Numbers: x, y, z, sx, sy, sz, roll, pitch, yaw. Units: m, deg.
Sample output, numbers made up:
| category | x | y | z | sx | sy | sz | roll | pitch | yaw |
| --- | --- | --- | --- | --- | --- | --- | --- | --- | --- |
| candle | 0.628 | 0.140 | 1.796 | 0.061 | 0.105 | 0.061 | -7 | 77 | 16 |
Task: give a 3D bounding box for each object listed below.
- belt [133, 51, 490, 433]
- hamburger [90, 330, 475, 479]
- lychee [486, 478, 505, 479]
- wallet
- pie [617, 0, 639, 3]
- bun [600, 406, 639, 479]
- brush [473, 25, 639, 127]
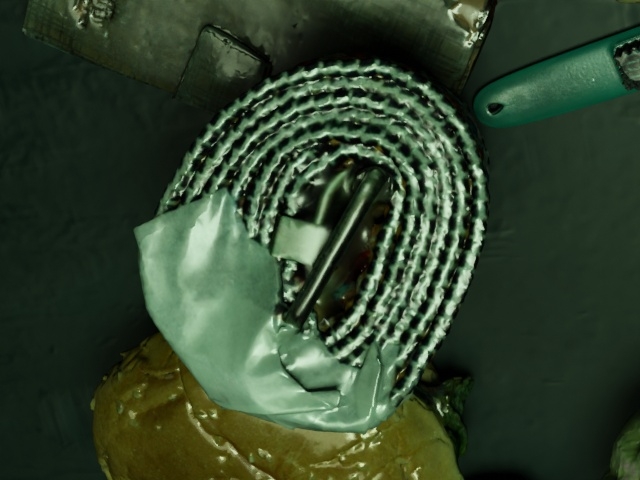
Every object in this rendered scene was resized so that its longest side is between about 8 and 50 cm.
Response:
| category | x | y | z | sx | sy | sz | roll | pitch | yaw |
| --- | --- | --- | --- | --- | --- | --- | --- | --- | --- |
| belt | 0.000 | 0.000 | 1.150 | 0.207 | 0.150 | 0.257 | 31 | 99 | 5 |
| hamburger | -0.045 | 0.141 | 1.318 | 0.309 | 0.132 | 0.211 | -21 | 108 | 26 |
| lychee | 0.134 | 0.240 | 1.310 | 0.129 | 0.123 | 0.123 | 36 | 119 | 0 |
| wallet | -0.047 | -0.161 | 1.225 | 0.317 | 0.044 | 0.169 | 23 | 116 | 4 |
| pie | 0.219 | -0.270 | 1.080 | 0.128 | 0.068 | 0.282 | 31 | 123 | 3 |
| bun | 0.285 | 0.191 | 1.138 | 0.187 | 0.293 | 0.293 | 22 | 128 | -39 |
| brush | 0.190 | -0.111 | 1.181 | 0.193 | 0.032 | 0.043 | -18 | 108 | 23 |
